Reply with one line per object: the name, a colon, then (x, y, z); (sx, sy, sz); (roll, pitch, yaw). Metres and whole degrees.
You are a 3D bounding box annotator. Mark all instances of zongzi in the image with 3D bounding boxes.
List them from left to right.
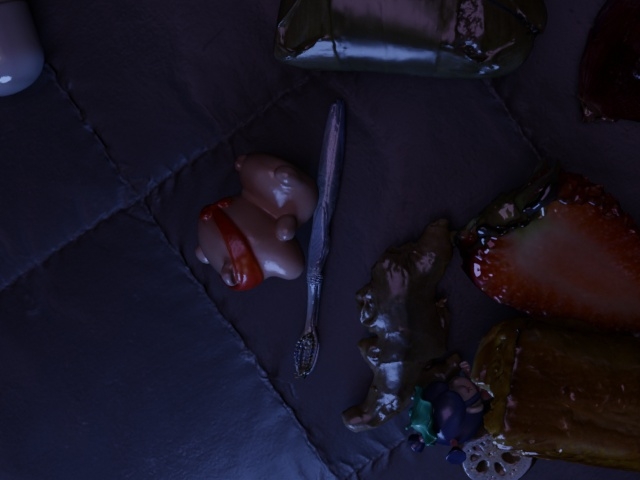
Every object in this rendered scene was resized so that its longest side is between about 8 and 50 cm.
zongzi: (0.134, -0.409, 1.654); (0.356, 0.174, 0.392); (7, 94, 4)

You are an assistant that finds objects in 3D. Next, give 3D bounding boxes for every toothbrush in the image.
toothbrush: (0.000, 0.000, 1.802); (0.035, 0.042, 0.413); (8, 98, 8)

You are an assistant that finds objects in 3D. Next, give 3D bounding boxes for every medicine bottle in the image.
medicine bottle: (-0.498, -0.371, 1.776); (0.130, 0.130, 0.340); (-18, 95, 12)

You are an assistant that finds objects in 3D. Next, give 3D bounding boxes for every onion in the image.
onion: (0.458, -0.248, 1.646); (0.283, 0.120, 0.227); (-41, 86, 13)

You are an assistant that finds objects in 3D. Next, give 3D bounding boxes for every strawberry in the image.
strawberry: (0.345, 0.021, 1.719); (0.306, 0.137, 0.233); (37, 123, -24)

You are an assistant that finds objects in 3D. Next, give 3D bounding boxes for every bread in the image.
bread: (0.369, 0.211, 1.676); (0.344, 0.149, 0.195); (13, 80, -14)

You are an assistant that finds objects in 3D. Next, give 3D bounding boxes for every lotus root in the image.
lotus root: (0.257, 0.297, 1.790); (0.122, 0.081, 0.112); (-26, 101, 12)

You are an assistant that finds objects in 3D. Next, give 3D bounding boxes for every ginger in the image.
ginger: (0.127, 0.127, 1.776); (0.166, 0.080, 0.333); (5, 103, 0)

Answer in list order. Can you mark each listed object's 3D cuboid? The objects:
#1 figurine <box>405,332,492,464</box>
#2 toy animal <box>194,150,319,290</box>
figurine: (0.206, 0.221, 1.738); (0.195, 0.111, 0.102); (-33, 104, -16)
toy animal: (-0.088, -0.024, 1.740); (0.171, 0.171, 0.197); (32, 96, 3)
